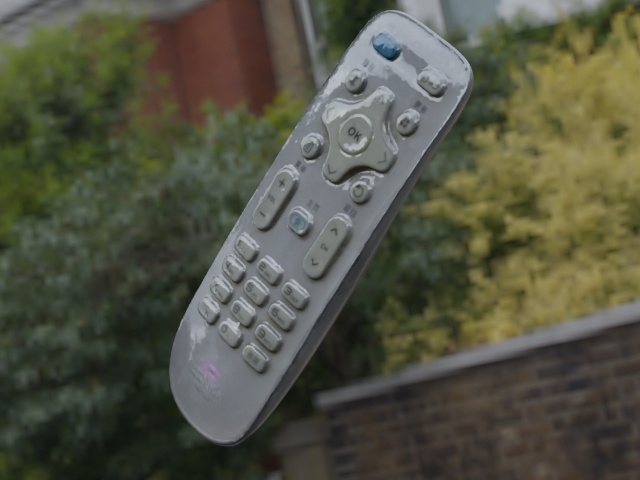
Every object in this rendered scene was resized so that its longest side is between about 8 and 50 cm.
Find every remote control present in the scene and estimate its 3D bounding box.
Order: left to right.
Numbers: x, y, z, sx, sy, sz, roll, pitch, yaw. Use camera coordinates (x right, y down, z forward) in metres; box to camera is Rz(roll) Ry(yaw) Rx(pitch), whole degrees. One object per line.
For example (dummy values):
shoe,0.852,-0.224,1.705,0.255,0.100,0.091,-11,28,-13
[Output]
remote control,0.000,0.000,0.899,0.044,0.073,0.229,16,-69,-49
